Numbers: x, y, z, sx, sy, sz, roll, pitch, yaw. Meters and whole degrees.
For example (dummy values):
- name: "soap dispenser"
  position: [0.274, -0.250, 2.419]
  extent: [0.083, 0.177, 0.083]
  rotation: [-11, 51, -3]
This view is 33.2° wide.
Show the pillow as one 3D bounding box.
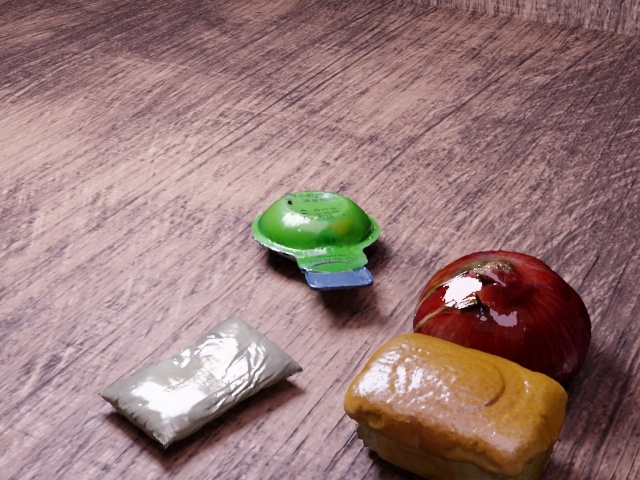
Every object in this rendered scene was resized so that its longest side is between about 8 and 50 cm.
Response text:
- name: "pillow"
  position: [-0.150, 0.177, 1.355]
  extent: [0.229, 0.050, 0.148]
  rotation: [-28, 35, -36]

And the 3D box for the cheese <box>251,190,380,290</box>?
- name: "cheese"
  position: [0.000, 0.000, 1.637]
  extent: [0.203, 0.083, 0.320]
  rotation: [-3, 27, -11]

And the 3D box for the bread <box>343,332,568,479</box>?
- name: "bread"
  position: [0.156, 0.202, 1.240]
  extent: [0.245, 0.121, 0.174]
  rotation: [20, 34, 28]

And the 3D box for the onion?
- name: "onion"
  position: [0.241, 0.102, 1.401]
  extent: [0.248, 0.161, 0.248]
  rotation: [15, 38, -12]
